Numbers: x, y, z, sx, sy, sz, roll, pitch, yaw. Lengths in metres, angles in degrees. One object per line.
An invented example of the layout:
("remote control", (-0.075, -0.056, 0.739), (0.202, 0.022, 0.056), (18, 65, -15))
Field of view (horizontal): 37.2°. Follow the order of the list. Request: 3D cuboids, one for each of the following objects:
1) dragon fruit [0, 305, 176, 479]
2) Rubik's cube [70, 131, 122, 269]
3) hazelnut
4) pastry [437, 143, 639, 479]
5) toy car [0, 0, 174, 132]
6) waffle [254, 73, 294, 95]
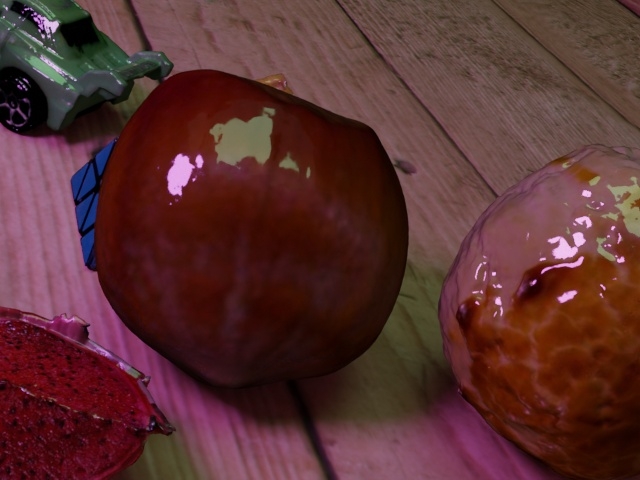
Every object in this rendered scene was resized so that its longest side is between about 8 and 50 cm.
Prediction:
("dragon fruit", (-0.283, 0.153, 0.925), (0.274, 0.126, 0.161), (21, 21, -13))
("Rubik's cube", (-0.242, -0.017, 1.256), (0.190, 0.211, 0.178), (35, 51, -19))
("hazelnut", (-0.078, -0.012, 1.091), (0.365, 0.366, 0.366), (13, 32, -8))
("pastry", (0.324, 0.094, 1.072), (0.388, 0.389, 0.313), (7, 41, -18))
("toy car", (-0.425, -0.299, 1.458), (0.358, 0.176, 0.213), (41, 34, 6))
("waffle", (-0.101, -0.164, 1.494), (0.168, 0.057, 0.274), (-20, 41, -7))
